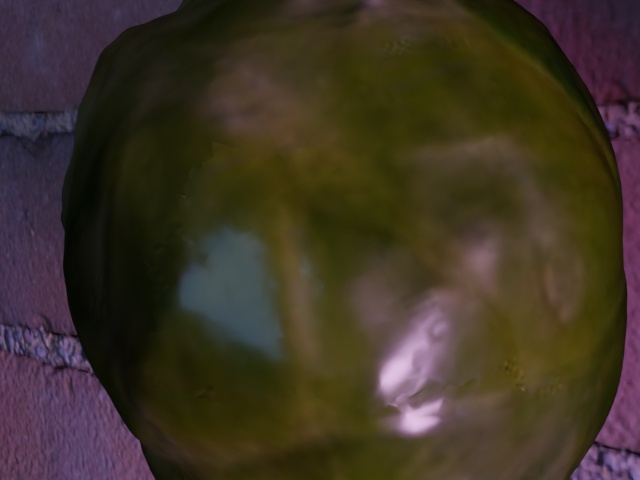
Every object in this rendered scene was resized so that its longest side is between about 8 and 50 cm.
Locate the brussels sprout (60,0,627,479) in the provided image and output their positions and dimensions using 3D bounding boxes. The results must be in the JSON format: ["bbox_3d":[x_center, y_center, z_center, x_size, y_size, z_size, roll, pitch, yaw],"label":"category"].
[{"bbox_3d":[0.003,-0.005,0.594,0.354,0.281,0.289,45,159,49],"label":"brussels sprout"}]
